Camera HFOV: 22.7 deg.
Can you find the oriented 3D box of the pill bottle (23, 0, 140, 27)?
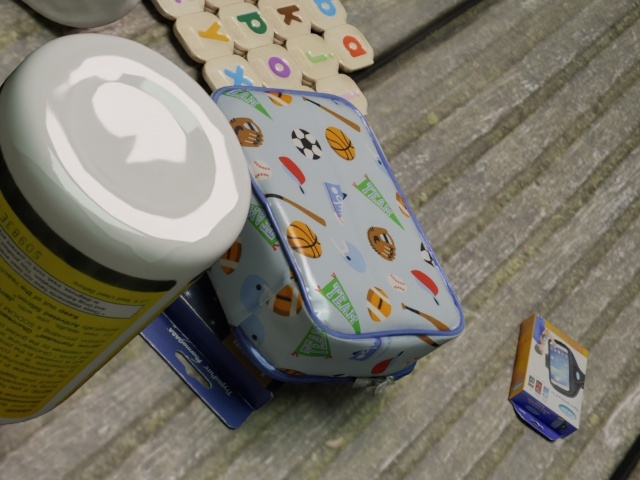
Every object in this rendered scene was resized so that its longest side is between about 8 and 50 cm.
[{"bbox_3d":[-0.197,-0.353,1.615,0.169,0.169,0.301,41,40,-10],"label":"pill bottle"}]

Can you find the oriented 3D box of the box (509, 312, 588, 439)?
[{"bbox_3d":[0.247,0.151,1.730,0.081,0.028,0.136,36,39,-16],"label":"box"}]

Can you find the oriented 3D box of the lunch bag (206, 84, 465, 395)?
[{"bbox_3d":[0.000,0.000,1.499,0.243,0.115,0.303,2,56,-46],"label":"lunch bag"}]

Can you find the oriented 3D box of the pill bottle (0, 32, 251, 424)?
[{"bbox_3d":[-0.214,0.016,1.160,0.188,0.334,0.188,25,44,-27],"label":"pill bottle"}]

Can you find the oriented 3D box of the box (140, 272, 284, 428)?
[{"bbox_3d":[-0.064,0.066,1.500,0.136,0.036,0.225,47,40,-2],"label":"box"}]

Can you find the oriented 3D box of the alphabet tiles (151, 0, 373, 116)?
[{"bbox_3d":[-0.064,-0.237,1.761,0.278,0.021,0.284,-25,77,-50],"label":"alphabet tiles"}]
